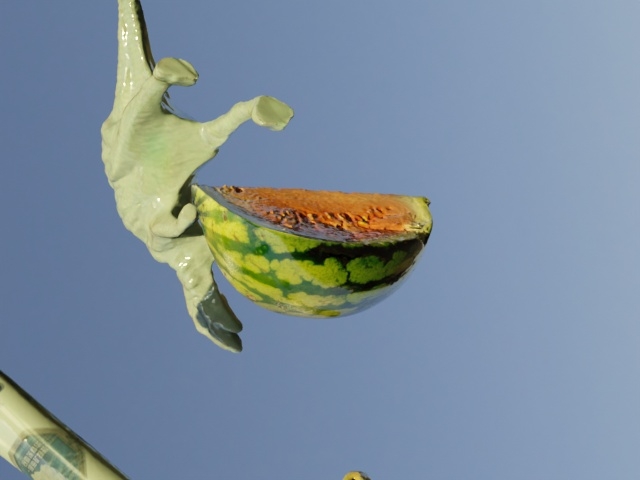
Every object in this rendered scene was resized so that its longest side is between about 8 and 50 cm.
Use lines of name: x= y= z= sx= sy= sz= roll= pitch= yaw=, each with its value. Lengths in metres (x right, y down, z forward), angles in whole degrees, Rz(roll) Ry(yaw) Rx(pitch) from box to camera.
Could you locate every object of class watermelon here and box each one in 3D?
watermelon: x=0.004 y=0.004 z=0.877 sx=0.163 sy=0.069 sz=0.087 roll=1 pitch=-99 yaw=-17

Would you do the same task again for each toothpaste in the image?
toothpaste: x=-0.191 y=0.130 z=0.910 sx=0.239 sy=0.062 sz=0.039 roll=38 pitch=-163 yaw=5

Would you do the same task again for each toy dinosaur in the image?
toy dinosaur: x=-0.128 y=-0.102 z=1.132 sx=0.092 sy=0.205 sz=0.393 roll=-25 pitch=-97 yaw=-36

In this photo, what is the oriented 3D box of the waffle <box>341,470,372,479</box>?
waffle: x=-0.024 y=0.335 z=1.103 sx=0.283 sy=0.065 sz=0.309 roll=9 pitch=-79 yaw=-69
